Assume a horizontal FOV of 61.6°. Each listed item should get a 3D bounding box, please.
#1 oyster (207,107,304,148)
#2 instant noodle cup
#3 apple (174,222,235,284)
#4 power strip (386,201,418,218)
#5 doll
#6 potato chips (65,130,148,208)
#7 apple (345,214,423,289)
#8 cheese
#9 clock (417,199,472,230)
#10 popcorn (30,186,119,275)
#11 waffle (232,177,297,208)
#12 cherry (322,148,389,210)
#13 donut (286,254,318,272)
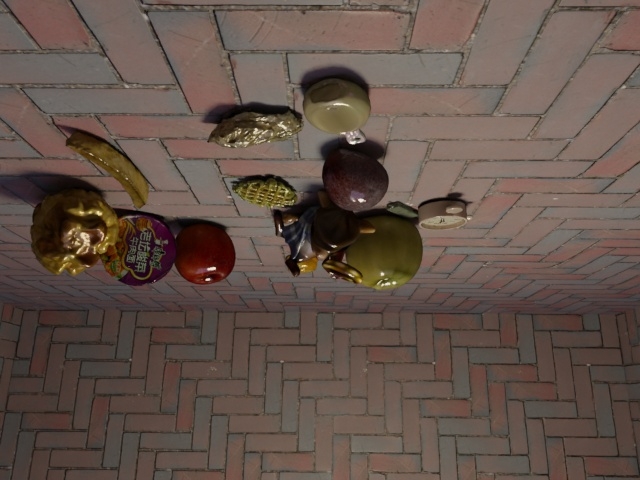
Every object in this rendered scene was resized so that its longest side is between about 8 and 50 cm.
[{"bbox_3d":[-0.142,-0.242,1.195,0.209,0.071,0.133,3,165,-14],"label":"oyster"},{"bbox_3d":[-0.641,0.037,1.851,0.251,0.250,0.190,10,169,-27],"label":"instant noodle cup"},{"bbox_3d":[-0.415,0.049,1.913,0.219,0.201,0.218,-5,161,-2],"label":"apple"},{"bbox_3d":[0.260,-0.098,1.720,0.051,0.019,0.136,-14,158,43],"label":"power strip"},{"bbox_3d":[-0.003,0.003,1.675,0.318,0.209,0.340,46,151,-8],"label":"doll"},{"bbox_3d":[-0.532,-0.177,1.435,0.080,0.057,0.407,5,163,7],"label":"potato chips"},{"bbox_3d":[0.215,0.035,1.810,0.263,0.262,0.262,1,163,0],"label":"apple"},{"bbox_3d":[0.048,-0.261,1.138,0.138,0.064,0.227,-4,163,20],"label":"cheese"},{"bbox_3d":[0.389,-0.082,1.705,0.156,0.063,0.229,1,165,-9],"label":"clock"},{"bbox_3d":[-0.752,-0.026,1.616,0.333,0.264,0.225,11,176,37],"label":"popcorn"},{"bbox_3d":[-0.162,-0.139,1.582,0.170,0.036,0.183,-4,160,24],"label":"waffle"},{"bbox_3d":[0.085,-0.152,1.356,0.176,0.139,0.176,15,163,5],"label":"cherry"},{"bbox_3d":[-0.080,0.102,2.317,0.152,0.058,0.152,0,165,0],"label":"donut"}]
